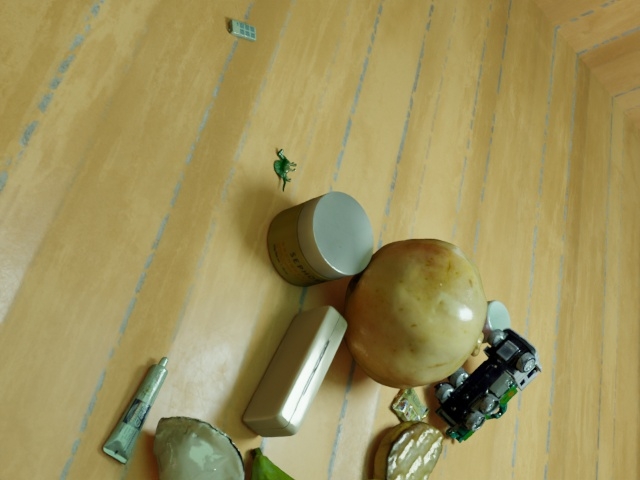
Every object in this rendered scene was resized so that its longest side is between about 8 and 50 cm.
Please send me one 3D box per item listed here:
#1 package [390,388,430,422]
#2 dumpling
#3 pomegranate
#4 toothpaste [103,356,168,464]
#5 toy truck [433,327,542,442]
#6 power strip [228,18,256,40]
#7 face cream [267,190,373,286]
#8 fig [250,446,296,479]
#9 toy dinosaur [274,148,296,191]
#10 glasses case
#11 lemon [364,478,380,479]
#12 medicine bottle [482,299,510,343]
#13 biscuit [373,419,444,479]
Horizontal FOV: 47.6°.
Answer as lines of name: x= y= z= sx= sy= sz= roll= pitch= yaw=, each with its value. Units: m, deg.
package: x=0.259 y=0.482 z=2.084 sx=0.121 sy=0.031 sz=0.108 roll=55 pitch=47 yaw=-15
dumpling: x=-0.245 y=0.464 z=1.508 sx=0.142 sy=0.172 sz=0.247 roll=-60 pitch=131 yaw=-72
pomegranate: x=0.260 y=0.191 z=1.913 sx=0.411 sy=0.411 sz=0.412 roll=16 pitch=67 yaw=-41
toothpaste: x=-0.374 y=0.344 z=1.508 sx=0.060 sy=0.038 sz=0.233 roll=40 pitch=56 yaw=-24
toy truck: x=0.490 y=0.436 z=2.147 sx=0.363 sy=0.176 sz=0.178 roll=-47 pitch=137 yaw=-2
power strip: x=-0.211 y=-0.569 z=1.965 sx=0.090 sy=0.016 sz=0.040 roll=6 pitch=73 yaw=-43
face cream: x=0.000 y=0.000 z=1.875 sx=0.218 sy=0.179 sz=0.218 roll=16 pitch=67 yaw=-40
fig: x=-0.105 y=0.636 z=1.587 sx=0.314 sy=0.233 sz=0.233 roll=44 pitch=44 yaw=11
toy dinosaur: x=-0.100 y=-0.186 z=1.953 sx=0.060 sy=0.029 sz=0.120 roll=20 pitch=69 yaw=-22
glasses case: x=-0.057 y=0.312 z=1.751 sx=0.076 sy=0.144 sz=0.336 roll=46 pitch=51 yaw=-23
lemon: x=0.132 y=0.682 z=1.783 sx=0.244 sy=0.187 sz=0.187 roll=0 pitch=77 yaw=-35
medicine bottle: x=0.495 y=0.260 z=2.284 sx=0.135 sy=0.168 sz=0.135 roll=17 pitch=65 yaw=-41
biscuit: x=0.234 y=0.612 z=1.971 sx=0.213 sy=0.091 sz=0.274 roll=45 pitch=58 yaw=-22
